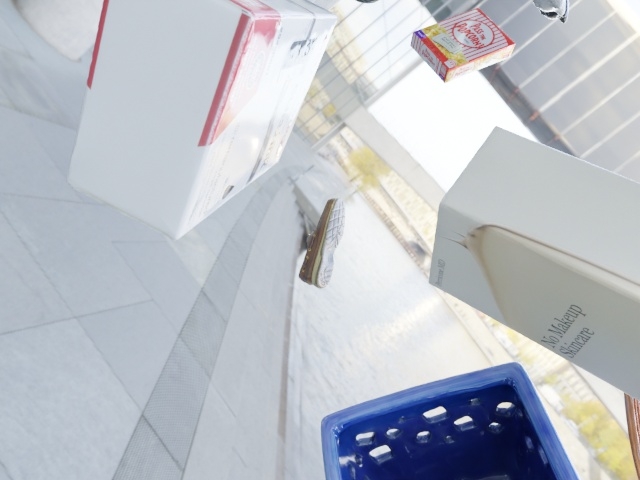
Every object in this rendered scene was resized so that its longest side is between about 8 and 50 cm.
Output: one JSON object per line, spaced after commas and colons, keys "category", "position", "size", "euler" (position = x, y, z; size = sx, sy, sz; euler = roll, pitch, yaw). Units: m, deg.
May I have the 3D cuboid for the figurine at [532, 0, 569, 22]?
{"category": "figurine", "position": [0.468, -0.565, 1.105], "size": [0.210, 0.092, 0.215], "euler": [62, 32, -2]}

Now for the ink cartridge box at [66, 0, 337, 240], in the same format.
{"category": "ink cartridge box", "position": [-0.097, -0.150, 0.511], "size": [0.114, 0.197, 0.273], "euler": [27, 27, 2]}

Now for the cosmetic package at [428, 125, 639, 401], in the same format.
{"category": "cosmetic package", "position": [0.262, 0.040, 0.464], "size": [0.309, 0.113, 0.160], "euler": [29, -24, 24]}

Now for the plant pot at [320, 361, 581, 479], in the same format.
{"category": "plant pot", "position": [0.152, 0.302, 0.553], "size": [0.212, 0.235, 0.236], "euler": [62, 13, -44]}

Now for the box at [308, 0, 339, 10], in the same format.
{"category": "box", "position": [-0.045, -0.498, 1.043], "size": [0.137, 0.126, 0.072], "euler": [-11, 87, -39]}

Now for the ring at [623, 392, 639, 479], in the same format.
{"category": "ring", "position": [0.468, 0.200, 0.663], "size": [0.032, 0.337, 0.336], "euler": [-12, -53, 49]}

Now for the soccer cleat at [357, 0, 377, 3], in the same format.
{"category": "soccer cleat", "position": [0.110, -0.477, 0.965], "size": [0.178, 0.072, 0.060], "euler": [20, -62, 45]}

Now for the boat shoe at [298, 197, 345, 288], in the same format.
{"category": "boat shoe", "position": [0.000, 0.000, 0.999], "size": [0.060, 0.178, 0.064], "euler": [12, -6, 31]}

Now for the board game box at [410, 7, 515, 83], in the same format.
{"category": "board game box", "position": [0.335, -0.464, 1.232], "size": [0.147, 0.193, 0.045], "euler": [58, -16, 25]}
